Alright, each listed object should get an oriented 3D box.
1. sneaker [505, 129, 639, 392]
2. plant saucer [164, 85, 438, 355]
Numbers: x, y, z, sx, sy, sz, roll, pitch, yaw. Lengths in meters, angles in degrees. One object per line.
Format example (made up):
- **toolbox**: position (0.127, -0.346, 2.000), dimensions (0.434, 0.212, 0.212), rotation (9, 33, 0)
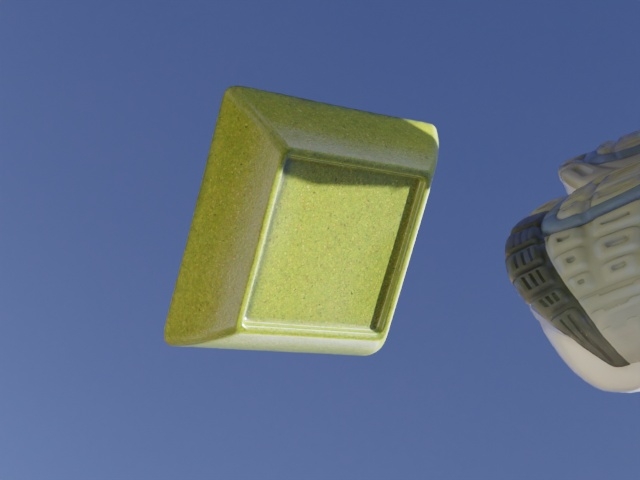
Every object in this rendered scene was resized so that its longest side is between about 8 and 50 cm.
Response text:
- **sneaker**: position (0.169, 0.018, 0.568), dimensions (0.111, 0.297, 0.129), rotation (-20, -85, 23)
- **plant saucer**: position (0.000, 0.000, 0.856), dimensions (0.045, 0.188, 0.188), rotation (32, -70, 52)
